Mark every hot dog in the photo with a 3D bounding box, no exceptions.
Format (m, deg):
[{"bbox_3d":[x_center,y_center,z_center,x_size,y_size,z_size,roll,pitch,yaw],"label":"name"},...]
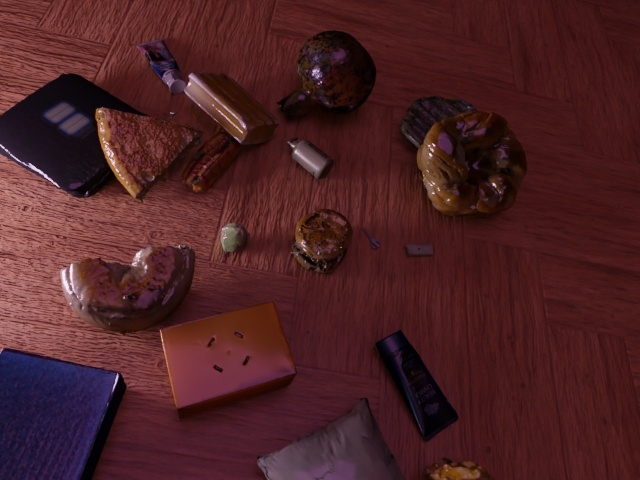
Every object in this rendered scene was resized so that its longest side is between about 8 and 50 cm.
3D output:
[{"bbox_3d":[-0.328,-0.252,1.563,0.104,0.076,0.250,30,60,7],"label":"hot dog"}]

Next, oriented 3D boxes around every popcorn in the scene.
[{"bbox_3d":[0.324,0.578,1.172,0.180,0.180,0.170,-2,83,-14],"label":"popcorn"}]

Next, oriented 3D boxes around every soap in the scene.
[{"bbox_3d":[-0.278,-0.423,1.635,0.274,0.089,0.173,43,32,15],"label":"soap"}]

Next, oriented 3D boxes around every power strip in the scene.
[{"bbox_3d":[0.301,0.028,1.569,0.090,0.016,0.040,-1,60,-14],"label":"power strip"}]

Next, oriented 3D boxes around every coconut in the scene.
[{"bbox_3d":[-0.237,-0.009,1.434,0.081,0.082,0.083,0,62,-8],"label":"coconut"}]

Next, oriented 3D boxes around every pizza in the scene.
[{"bbox_3d":[-0.470,-0.262,1.485,0.288,0.075,0.279,-16,88,-28],"label":"pizza"}]

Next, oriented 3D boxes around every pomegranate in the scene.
[{"bbox_3d":[0.010,-0.523,1.715,0.341,0.285,0.285,-40,72,3],"label":"pomegranate"}]

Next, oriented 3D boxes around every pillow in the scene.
[{"bbox_3d":[0.053,0.554,1.143,0.310,0.119,0.312,-21,68,-26],"label":"pillow"}]

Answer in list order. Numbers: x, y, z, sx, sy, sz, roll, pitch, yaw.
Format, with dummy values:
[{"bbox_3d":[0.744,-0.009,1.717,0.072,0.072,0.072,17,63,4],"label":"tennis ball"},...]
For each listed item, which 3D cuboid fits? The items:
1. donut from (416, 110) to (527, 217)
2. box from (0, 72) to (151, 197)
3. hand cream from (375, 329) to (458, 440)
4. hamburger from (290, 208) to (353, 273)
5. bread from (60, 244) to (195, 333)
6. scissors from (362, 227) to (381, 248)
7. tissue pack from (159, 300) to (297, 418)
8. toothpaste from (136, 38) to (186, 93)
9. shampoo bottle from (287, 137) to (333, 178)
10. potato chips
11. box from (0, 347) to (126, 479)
[{"bbox_3d":[0.475,-0.241,1.634,0.361,0.170,0.360,1,83,-12],"label":"donut"},{"bbox_3d":[-0.714,-0.312,1.504,0.350,0.091,0.359,31,58,6],"label":"box"},{"bbox_3d":[0.244,0.369,1.341,0.120,0.061,0.270,-22,74,-29],"label":"hand cream"},{"bbox_3d":[0.000,0.000,1.463,0.186,0.113,0.177,-19,67,-23],"label":"hamburger"},{"bbox_3d":[-0.443,0.127,1.256,0.314,0.171,0.192,-17,67,-20],"label":"bread"},{"bbox_3d":[0.152,-0.009,1.564,0.036,0.006,0.083,-27,69,-27],"label":"scissors"},{"bbox_3d":[-0.222,0.283,1.230,0.275,0.145,0.194,-11,65,-19],"label":"tissue pack"},{"bbox_3d":[-0.532,-0.599,1.740,0.096,0.061,0.266,-23,61,-22],"label":"toothpaste"},{"bbox_3d":[-0.040,-0.269,1.632,0.162,0.079,0.079,39,60,11],"label":"shampoo bottle"},{"bbox_3d":[0.484,-0.361,1.809,0.429,0.070,0.358,39,59,12],"label":"potato chips"},{"bbox_3d":[-0.594,0.399,1.093,0.262,0.116,0.278,13,59,-3],"label":"box"}]
